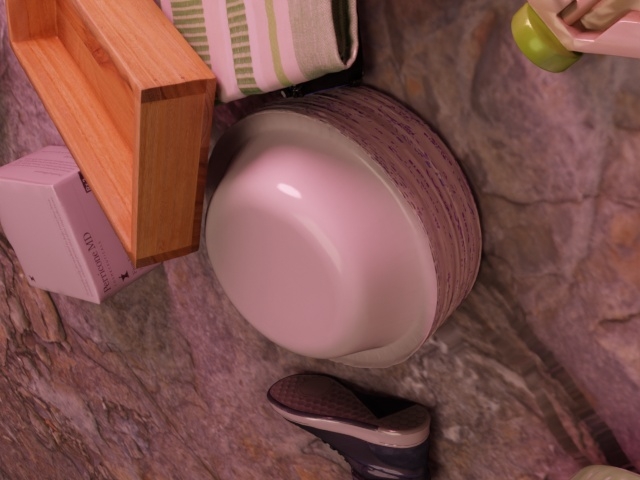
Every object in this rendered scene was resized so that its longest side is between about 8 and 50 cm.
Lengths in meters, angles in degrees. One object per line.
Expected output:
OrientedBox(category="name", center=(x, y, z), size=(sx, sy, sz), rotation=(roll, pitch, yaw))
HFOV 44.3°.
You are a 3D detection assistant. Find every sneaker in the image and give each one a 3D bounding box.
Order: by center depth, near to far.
OrientedBox(category="sneaker", center=(0.035, 0.261, 0.969), size=(0.226, 0.086, 0.163), rotation=(11, 122, 36))

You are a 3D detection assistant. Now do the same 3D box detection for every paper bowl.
OrientedBox(category="paper bowl", center=(0.000, 0.000, 0.771), size=(0.284, 0.148, 0.284), rotation=(24, 133, 28))

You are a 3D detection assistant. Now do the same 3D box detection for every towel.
OrientedBox(category="towel", center=(-0.070, -0.236, 0.624), size=(0.325, 0.038, 0.247), rotation=(4, 103, 61))

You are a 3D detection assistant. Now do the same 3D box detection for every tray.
OrientedBox(category="tray", center=(-0.232, -0.187, 0.804), size=(0.411, 0.076, 0.202), rotation=(53, 145, 34))

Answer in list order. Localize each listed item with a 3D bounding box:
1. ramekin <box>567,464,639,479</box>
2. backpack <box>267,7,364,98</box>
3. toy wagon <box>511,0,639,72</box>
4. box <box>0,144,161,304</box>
OrientedBox(category="ramekin", center=(0.291, 0.339, 0.671), size=(0.303, 0.148, 0.303), rotation=(44, 165, 15))
OrientedBox(category="backpack", center=(-0.020, -0.189, 0.686), size=(0.084, 0.105, 0.114), rotation=(14, 115, 40))
OrientedBox(category="toy wagon", center=(0.167, -0.279, 0.479), size=(0.344, 0.068, 0.267), rotation=(52, 139, 2))
OrientedBox(category="box", center=(-0.342, -0.027, 1.085), size=(0.182, 0.119, 0.180), rotation=(9, 124, 39))
